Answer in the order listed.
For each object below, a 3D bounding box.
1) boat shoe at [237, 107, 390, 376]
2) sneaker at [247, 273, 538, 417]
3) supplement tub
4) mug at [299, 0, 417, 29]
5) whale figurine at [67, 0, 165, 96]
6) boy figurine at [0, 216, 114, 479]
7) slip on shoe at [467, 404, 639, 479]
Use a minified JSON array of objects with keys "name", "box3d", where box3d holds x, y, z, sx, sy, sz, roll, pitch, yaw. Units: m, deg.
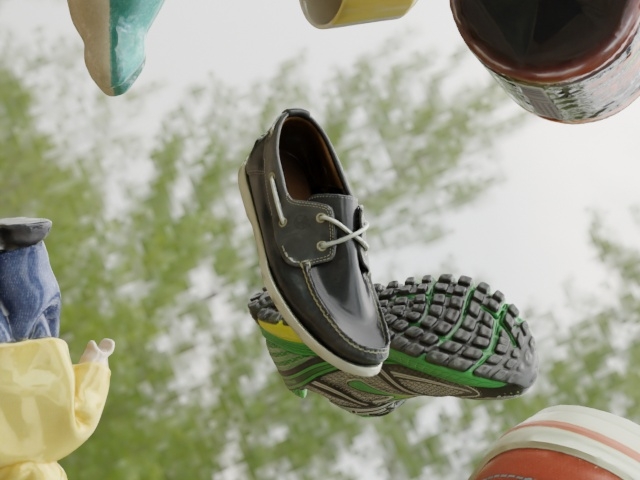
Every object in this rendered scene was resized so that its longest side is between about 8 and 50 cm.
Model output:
[{"name":"boat shoe","box3d":[0.000,0.000,1.429,0.079,0.084,0.233,-51,-134,37]},{"name":"sneaker","box3d":[0.088,0.120,1.974,0.343,0.134,0.146,8,-51,40]},{"name":"supplement tub","box3d":[0.138,-0.123,1.036,0.106,0.106,0.198,65,11,11]},{"name":"mug","box3d":[0.031,-0.156,1.131,0.078,0.064,0.062,48,-48,48]},{"name":"whale figurine","box3d":[-0.172,-0.273,1.710,0.216,0.141,0.272,142,-55,-84]},{"name":"boy figurine","box3d":[-0.251,0.124,1.534,0.092,0.177,0.285,7,-73,59]},{"name":"slip on shoe","box3d":[0.070,0.196,0.674,0.123,0.101,0.331,26,-38,21]}]
